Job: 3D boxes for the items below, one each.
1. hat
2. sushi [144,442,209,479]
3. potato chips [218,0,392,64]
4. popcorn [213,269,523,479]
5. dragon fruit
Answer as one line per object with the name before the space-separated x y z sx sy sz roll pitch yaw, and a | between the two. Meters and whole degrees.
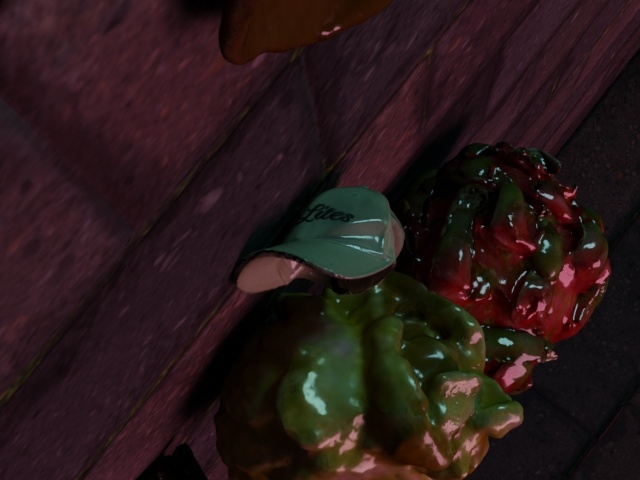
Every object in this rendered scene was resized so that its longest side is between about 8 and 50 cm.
hat | -0.002 0.005 0.818 0.122 0.081 0.166 -12 178 36
sushi | -0.129 0.244 0.987 0.098 0.084 0.094 -45 170 -22
potato chips | 0.023 -0.141 0.448 0.202 0.049 0.150 -46 172 -40
popcorn | 0.034 0.131 0.965 0.259 0.212 0.259 -10 146 -6
dragon fruit | 0.166 0.036 1.164 0.303 0.231 0.237 -47 174 -33
